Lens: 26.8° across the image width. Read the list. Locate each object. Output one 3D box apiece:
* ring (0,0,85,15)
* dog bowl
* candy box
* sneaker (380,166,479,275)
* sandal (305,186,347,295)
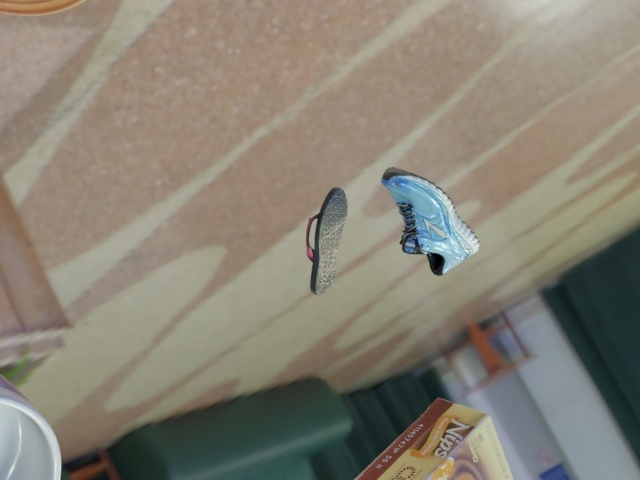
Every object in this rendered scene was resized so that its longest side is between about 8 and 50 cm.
[{"bbox_3d":[-0.292,-0.347,1.132,0.336,0.336,0.032,-43,-174,45],"label":"ring"},{"bbox_3d":[-0.453,0.281,1.612,0.265,0.104,0.265,-18,123,-30],"label":"dog bowl"},{"bbox_3d":[0.154,0.362,1.527,0.183,0.316,0.087,-38,-148,-29],"label":"candy box"},{"bbox_3d":[0.118,-0.018,1.533,0.073,0.162,0.063,-48,-148,-11],"label":"sneaker"},{"bbox_3d":[0.000,0.000,1.944,0.067,0.040,0.179,-32,141,-44],"label":"sandal"}]
